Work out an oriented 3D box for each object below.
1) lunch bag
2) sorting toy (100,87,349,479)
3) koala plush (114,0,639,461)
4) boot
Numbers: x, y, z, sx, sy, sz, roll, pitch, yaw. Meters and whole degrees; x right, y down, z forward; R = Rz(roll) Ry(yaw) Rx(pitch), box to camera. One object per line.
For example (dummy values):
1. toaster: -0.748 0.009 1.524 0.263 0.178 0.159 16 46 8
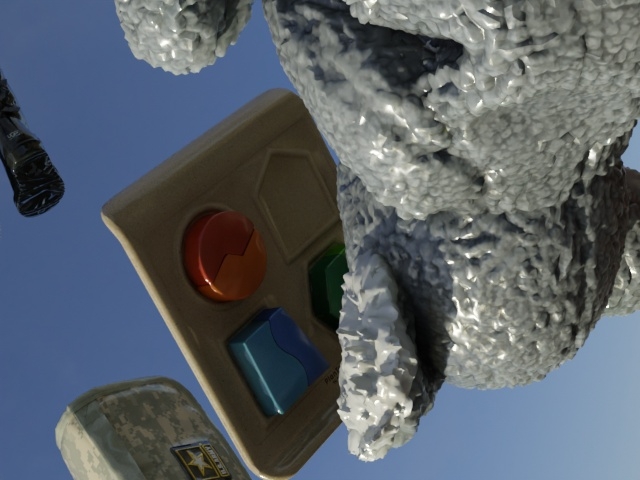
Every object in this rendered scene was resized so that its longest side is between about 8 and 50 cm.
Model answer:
1. lunch bag: -0.157 0.286 1.284 0.169 0.235 0.287 -34 -22 -9
2. sorting toy: 0.000 0.000 0.890 0.307 0.041 0.229 -42 -73 -42
3. koala plush: 0.056 -0.036 0.425 0.196 0.203 0.221 -25 -57 -30
4. boot: -0.259 -0.085 0.996 0.045 0.099 0.121 -28 -20 -16
